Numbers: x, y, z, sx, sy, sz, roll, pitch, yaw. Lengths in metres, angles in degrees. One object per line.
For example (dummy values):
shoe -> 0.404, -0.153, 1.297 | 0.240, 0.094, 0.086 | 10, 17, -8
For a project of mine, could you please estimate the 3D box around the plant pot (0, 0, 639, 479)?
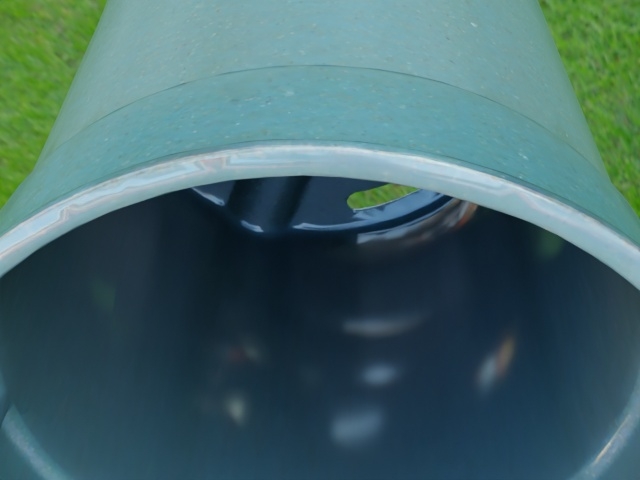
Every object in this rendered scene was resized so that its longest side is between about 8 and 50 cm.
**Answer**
plant pot -> 0.000, 0.000, 0.697 | 0.341, 0.341, 0.334 | -16, 37, 14
